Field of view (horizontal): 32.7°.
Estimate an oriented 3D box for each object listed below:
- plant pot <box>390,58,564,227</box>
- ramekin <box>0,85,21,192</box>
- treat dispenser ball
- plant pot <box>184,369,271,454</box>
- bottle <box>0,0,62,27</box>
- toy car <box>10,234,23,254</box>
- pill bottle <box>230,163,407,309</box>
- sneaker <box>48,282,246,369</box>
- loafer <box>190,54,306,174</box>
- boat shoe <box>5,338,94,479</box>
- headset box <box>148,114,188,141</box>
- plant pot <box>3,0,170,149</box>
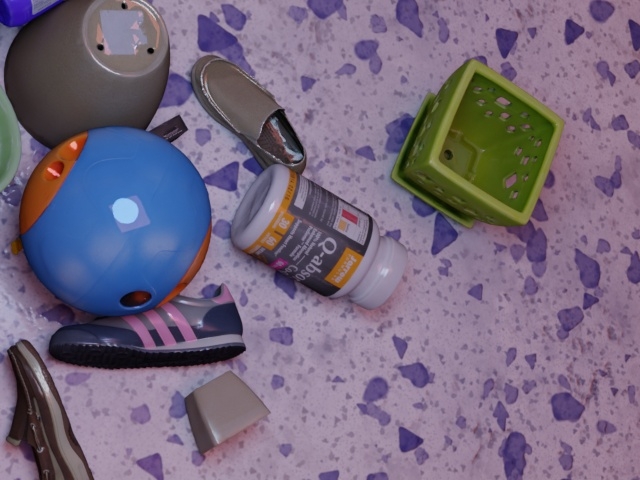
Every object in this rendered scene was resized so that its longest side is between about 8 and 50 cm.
[{"bbox_3d":[0.270,-0.160,1.984,0.227,0.207,0.228,31,72,-18],"label":"plant pot"},{"bbox_3d":[-0.594,-0.153,1.550,0.303,0.148,0.303,35,39,-34],"label":"ramekin"},{"bbox_3d":[-0.308,-0.029,1.651,0.288,0.288,0.288,4,82,-25],"label":"treat dispenser ball"},{"bbox_3d":[-0.163,0.276,1.786,0.109,0.109,0.096,-29,83,-26],"label":"plant pot"},{"bbox_3d":[-0.390,-0.434,1.656,0.118,0.092,0.283,46,62,9],"label":"bottle"},{"bbox_3d":[-0.508,-0.036,1.710,0.040,0.060,0.122,-62,137,-64],"label":"toy car"},{"bbox_3d":[0.000,0.000,1.863,0.278,0.162,0.162,30,72,-18],"label":"pill bottle"},{"bbox_3d":[-0.281,0.132,1.759,0.319,0.112,0.131,2,65,-27],"label":"sneaker"},{"bbox_3d":[-0.110,-0.216,1.878,0.268,0.092,0.102,46,67,-13],"label":"loafer"},{"bbox_3d":[-0.433,0.282,1.662,0.095,0.095,0.257,-24,94,-20],"label":"boat shoe"},{"bbox_3d":[-0.260,-0.175,1.807,0.062,0.083,0.032,-34,97,-26],"label":"headset box"},{"bbox_3d":[-0.336,-0.278,1.681,0.256,0.274,0.256,3,82,-24],"label":"plant pot"}]
